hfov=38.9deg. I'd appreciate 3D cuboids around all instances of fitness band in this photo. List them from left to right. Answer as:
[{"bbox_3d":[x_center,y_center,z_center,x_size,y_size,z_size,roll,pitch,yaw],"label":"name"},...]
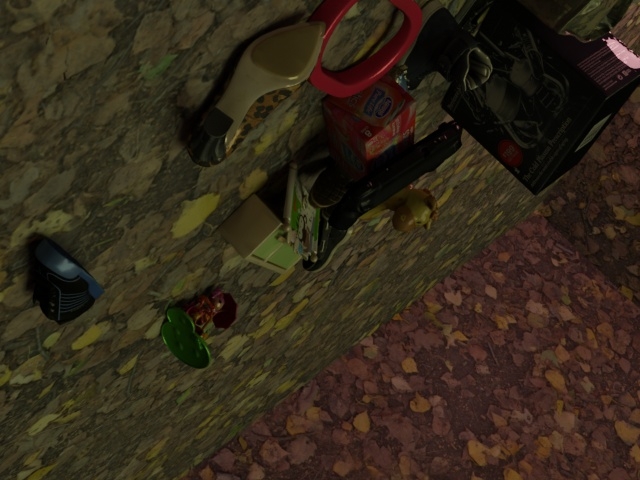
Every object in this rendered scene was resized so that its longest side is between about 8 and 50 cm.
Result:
[{"bbox_3d":[0.063,-0.330,1.479,0.209,0.054,0.291,-45,163,15],"label":"fitness band"}]

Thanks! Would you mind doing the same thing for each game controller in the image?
[{"bbox_3d":[0.146,-0.127,1.754,0.319,0.067,0.166,-33,177,-31],"label":"game controller"}]

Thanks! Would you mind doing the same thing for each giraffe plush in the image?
[{"bbox_3d":[0.198,-0.092,2.189,0.210,0.170,0.181,-47,164,12],"label":"giraffe plush"}]

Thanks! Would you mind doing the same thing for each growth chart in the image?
[{"bbox_3d":[-0.036,-0.047,1.795,0.021,0.172,0.237,-3,160,13],"label":"growth chart"}]

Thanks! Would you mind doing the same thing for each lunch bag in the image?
[{"bbox_3d":[0.431,-0.484,1.621,0.169,0.235,0.287,-48,164,24],"label":"lunch bag"}]

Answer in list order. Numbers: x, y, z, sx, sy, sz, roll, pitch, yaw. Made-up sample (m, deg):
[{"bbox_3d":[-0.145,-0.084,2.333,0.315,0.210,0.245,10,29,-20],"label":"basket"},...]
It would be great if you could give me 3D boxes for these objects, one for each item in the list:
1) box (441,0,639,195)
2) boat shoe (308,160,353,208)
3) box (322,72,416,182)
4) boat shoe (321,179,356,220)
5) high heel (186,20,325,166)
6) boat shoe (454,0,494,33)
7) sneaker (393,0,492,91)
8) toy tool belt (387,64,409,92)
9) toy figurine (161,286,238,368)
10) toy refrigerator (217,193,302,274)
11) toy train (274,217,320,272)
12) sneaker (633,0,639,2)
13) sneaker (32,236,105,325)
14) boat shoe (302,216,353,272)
[{"bbox_3d":[0.478,-0.334,1.987,0.179,0.312,0.343,-33,161,-31],"label":"box"},{"bbox_3d":[0.021,-0.115,1.854,0.060,0.064,0.178,-33,-166,42],"label":"boat shoe"},{"bbox_3d":[0.095,-0.209,1.725,0.128,0.123,0.257,-40,164,-9],"label":"box"},{"bbox_3d":[0.059,-0.101,2.057,0.152,0.056,0.049,-45,162,-32],"label":"boat shoe"},{"bbox_3d":[-0.099,-0.220,1.356,0.261,0.093,0.186,-47,-176,-18],"label":"high heel"},{"bbox_3d":[0.290,-0.430,1.778,0.049,0.040,0.142,-26,156,-47],"label":"boat shoe"},{"bbox_3d":[0.228,-0.319,1.699,0.086,0.163,0.226,-38,165,-24],"label":"sneaker"},{"bbox_3d":[0.149,-0.295,1.708,0.051,0.052,0.083,-17,141,11],"label":"toy tool belt"},{"bbox_3d":[-0.245,0.160,1.942,0.159,0.130,0.173,-48,146,-39],"label":"toy figurine"},{"bbox_3d":[-0.100,-0.005,1.836,0.102,0.094,0.269,-44,164,4],"label":"toy refrigerator"},{"bbox_3d":[-0.067,-0.002,2.025,0.166,0.046,0.125,-53,-172,1],"label":"toy train"},{"bbox_3d":[0.536,-0.546,1.755,0.153,0.235,0.094,5,128,-52],"label":"sneaker"},{"bbox_3d":[-0.389,0.071,1.353,0.090,0.081,0.232,-47,167,-13],"label":"sneaker"},{"bbox_3d":[0.000,0.000,2.164,0.079,0.084,0.233,9,147,-21],"label":"boat shoe"}]
